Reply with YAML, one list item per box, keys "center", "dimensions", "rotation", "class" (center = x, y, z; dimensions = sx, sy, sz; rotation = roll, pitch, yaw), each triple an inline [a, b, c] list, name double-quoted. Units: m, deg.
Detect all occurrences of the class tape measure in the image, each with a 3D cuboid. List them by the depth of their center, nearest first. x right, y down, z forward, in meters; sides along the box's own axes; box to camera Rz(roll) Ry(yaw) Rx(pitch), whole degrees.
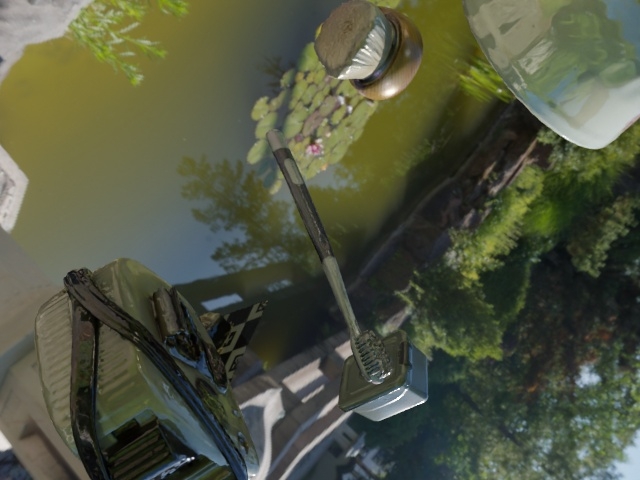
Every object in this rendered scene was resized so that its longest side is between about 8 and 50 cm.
- center: [-0.165, 0.148, 0.532]
  dimensions: [0.133, 0.271, 0.231]
  rotation: [-30, 146, 0]
  class: "tape measure"

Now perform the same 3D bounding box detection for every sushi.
- center: [-0.305, 0.263, 1.164]
  dimensions: [0.296, 0.100, 0.373]
  rotation: [-22, -151, 35]
  class: "sushi"

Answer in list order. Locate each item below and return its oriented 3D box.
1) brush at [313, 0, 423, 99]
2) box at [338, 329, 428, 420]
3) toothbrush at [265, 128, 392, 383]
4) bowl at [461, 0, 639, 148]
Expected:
- center: [0.081, -0.418, 1.095]
  dimensions: [0.166, 0.267, 0.174]
  rotation: [15, 127, -36]
  class: "brush"
- center: [0.123, 0.260, 0.986]
  dimensions: [0.172, 0.093, 0.124]
  rotation: [-36, -153, 36]
  class: "box"
- center: [0.000, 0.000, 0.512]
  dimensions: [0.024, 0.288, 0.026]
  rotation: [-4, 149, -36]
  class: "toothbrush"
- center: [0.312, -0.258, 0.622]
  dimensions: [0.277, 0.277, 0.145]
  rotation: [-32, 177, -44]
  class: "bowl"
